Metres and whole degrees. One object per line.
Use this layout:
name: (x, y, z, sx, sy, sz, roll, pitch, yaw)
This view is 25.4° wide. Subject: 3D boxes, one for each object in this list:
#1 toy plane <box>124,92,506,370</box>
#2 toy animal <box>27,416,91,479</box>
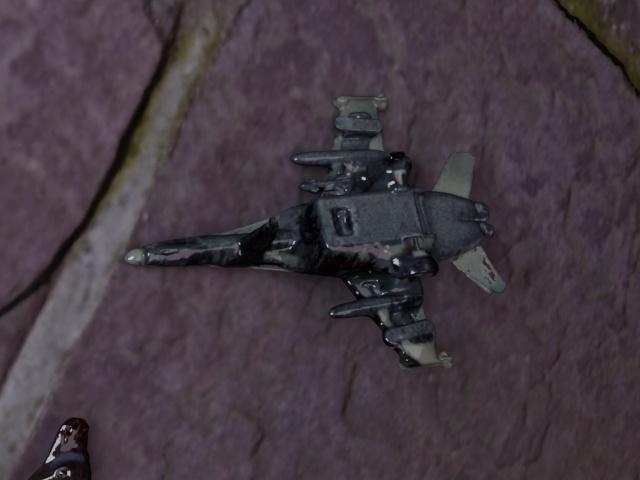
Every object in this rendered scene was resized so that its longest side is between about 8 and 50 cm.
toy plane: (0.006, -0.004, 0.890, 0.262, 0.088, 0.192, -3, 73, -39)
toy animal: (-0.139, 0.202, 0.826, 0.105, 0.070, 0.202, -17, 104, -50)
